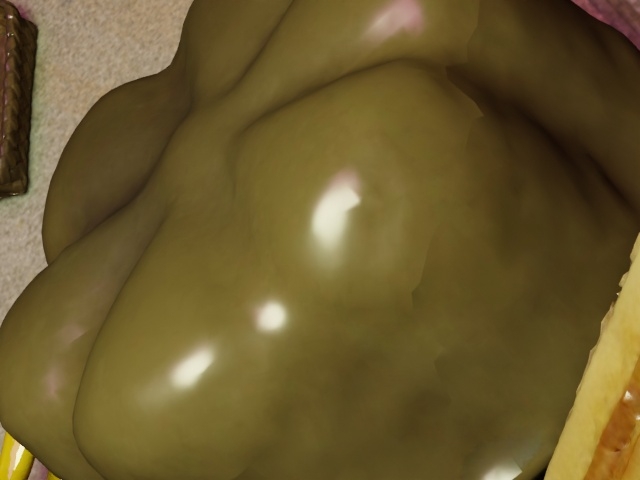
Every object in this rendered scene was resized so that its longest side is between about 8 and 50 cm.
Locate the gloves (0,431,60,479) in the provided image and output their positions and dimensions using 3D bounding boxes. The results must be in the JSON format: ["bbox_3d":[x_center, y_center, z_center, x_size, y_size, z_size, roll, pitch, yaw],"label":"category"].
[{"bbox_3d":[-0.169,0.145,1.457,0.133,0.116,0.294,-5,75,36],"label":"gloves"}]

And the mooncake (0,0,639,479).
[{"bbox_3d":[0.000,0.000,1.227,0.467,0.262,0.467,-40,27,26],"label":"mooncake"}]

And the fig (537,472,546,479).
[{"bbox_3d":[0.218,0.163,1.202,0.274,0.170,0.145,-23,98,1],"label":"fig"}]

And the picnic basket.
[{"bbox_3d":[-0.308,-0.120,1.658,0.110,0.055,0.193,-12,66,27],"label":"picnic basket"}]

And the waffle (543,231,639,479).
[{"bbox_3d":[0.251,0.143,1.032,0.114,0.261,0.376,50,131,48],"label":"waffle"}]
